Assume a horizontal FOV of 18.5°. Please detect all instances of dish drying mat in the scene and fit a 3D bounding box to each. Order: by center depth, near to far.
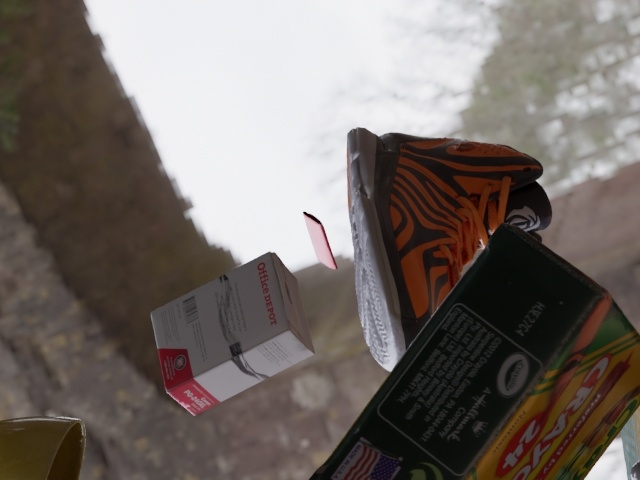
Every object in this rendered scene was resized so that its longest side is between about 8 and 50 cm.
[{"bbox_3d":[0.000,0.000,2.206,0.032,0.008,0.083,35,156,35],"label":"dish drying mat"}]

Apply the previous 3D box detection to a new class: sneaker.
[{"bbox_3d":[0.119,-0.008,1.725,0.321,0.180,0.125,-94,3,-53],"label":"sneaker"}]

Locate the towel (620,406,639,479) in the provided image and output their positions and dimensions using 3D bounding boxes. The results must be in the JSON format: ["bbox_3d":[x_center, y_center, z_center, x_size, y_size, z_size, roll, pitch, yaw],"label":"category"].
[{"bbox_3d":[0.416,0.305,2.384,0.370,0.040,0.271,-91,-8,-87],"label":"towel"}]

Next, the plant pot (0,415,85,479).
[{"bbox_3d":[-0.286,0.218,1.822,0.134,0.095,0.134,15,-90,-83],"label":"plant pot"}]

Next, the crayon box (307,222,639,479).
[{"bbox_3d":[0.122,0.122,1.269,0.081,0.202,0.318,36,180,21],"label":"crayon box"}]

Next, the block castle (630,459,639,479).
[{"bbox_3d":[0.362,0.406,1.713,0.303,0.213,0.453,-91,2,-56],"label":"block castle"}]

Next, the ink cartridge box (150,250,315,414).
[{"bbox_3d":[-0.089,0.095,2.016,0.063,0.150,0.109,49,-160,-46],"label":"ink cartridge box"}]
